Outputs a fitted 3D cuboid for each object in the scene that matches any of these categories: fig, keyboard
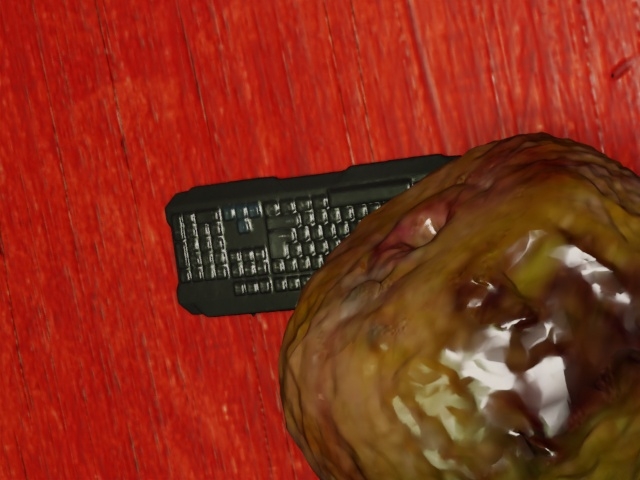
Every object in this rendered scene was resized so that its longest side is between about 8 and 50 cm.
[{"bbox_3d":[0.156,0.119,1.095,0.286,0.286,0.368,-21,123,28],"label":"fig"},{"bbox_3d":[0.000,0.000,1.251,0.262,0.016,0.106,-6,95,28],"label":"keyboard"}]
